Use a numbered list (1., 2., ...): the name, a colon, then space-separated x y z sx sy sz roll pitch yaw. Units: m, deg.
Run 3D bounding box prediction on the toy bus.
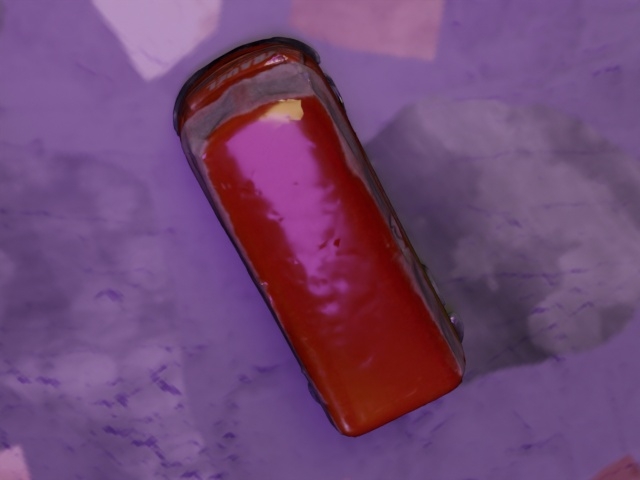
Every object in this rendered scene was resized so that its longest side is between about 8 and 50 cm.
1. toy bus: 0.000 0.000 0.524 0.079 0.077 0.174 -26 107 4
